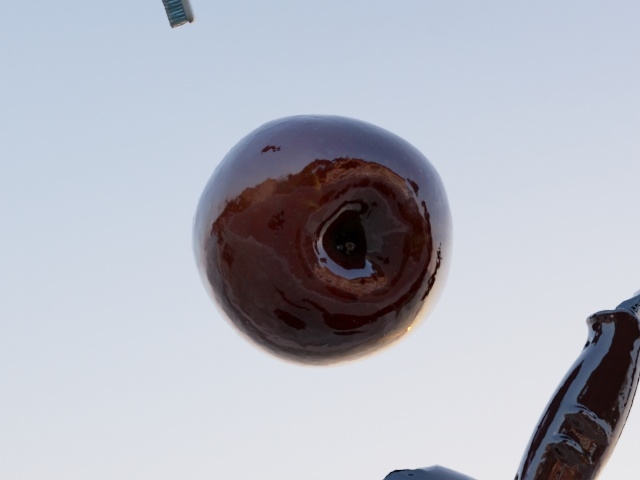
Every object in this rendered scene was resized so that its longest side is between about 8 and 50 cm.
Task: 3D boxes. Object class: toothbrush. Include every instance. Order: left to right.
[{"bbox_3d":[-0.157,-0.300,0.914,0.026,0.263,0.022,-21,-5,2],"label":"toothbrush"}]

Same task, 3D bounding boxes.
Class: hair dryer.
[{"bbox_3d":[0.211,0.180,0.769,0.313,0.340,0.123,33,-21,3],"label":"hair dryer"}]

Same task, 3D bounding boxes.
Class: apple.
[{"bbox_3d":[0.000,0.000,0.929,0.218,0.218,0.201,28,0,-13],"label":"apple"}]
